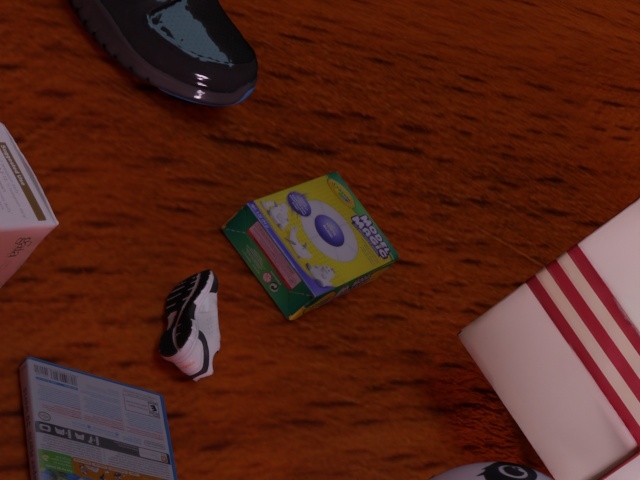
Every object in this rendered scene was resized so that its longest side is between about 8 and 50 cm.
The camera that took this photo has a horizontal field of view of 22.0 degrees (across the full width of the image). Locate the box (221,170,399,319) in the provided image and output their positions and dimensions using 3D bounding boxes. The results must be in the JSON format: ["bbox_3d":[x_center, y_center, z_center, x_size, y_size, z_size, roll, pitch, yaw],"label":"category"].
[{"bbox_3d":[0.000,0.000,1.473,0.105,0.043,0.179,53,30,8],"label":"box"}]

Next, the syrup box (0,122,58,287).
[{"bbox_3d":[-0.298,-0.014,1.075,0.237,0.093,0.096,-6,59,-53],"label":"syrup box"}]

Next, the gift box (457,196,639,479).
[{"bbox_3d":[0.294,0.144,1.485,0.258,0.276,0.255,56,19,20],"label":"gift box"}]

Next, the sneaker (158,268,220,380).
[{"bbox_3d":[-0.098,0.067,1.292,0.044,0.040,0.109,50,31,-28],"label":"sneaker"}]

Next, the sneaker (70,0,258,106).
[{"bbox_3d":[-0.167,-0.267,1.472,0.341,0.140,0.125,47,28,-4],"label":"sneaker"}]

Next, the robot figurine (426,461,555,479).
[{"bbox_3d":[0.138,0.293,1.185,0.174,0.209,0.278,-6,52,-10],"label":"robot figurine"}]

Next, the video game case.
[{"bbox_3d":[-0.148,0.164,1.136,0.119,0.015,0.166,21,40,-37],"label":"video game case"}]
